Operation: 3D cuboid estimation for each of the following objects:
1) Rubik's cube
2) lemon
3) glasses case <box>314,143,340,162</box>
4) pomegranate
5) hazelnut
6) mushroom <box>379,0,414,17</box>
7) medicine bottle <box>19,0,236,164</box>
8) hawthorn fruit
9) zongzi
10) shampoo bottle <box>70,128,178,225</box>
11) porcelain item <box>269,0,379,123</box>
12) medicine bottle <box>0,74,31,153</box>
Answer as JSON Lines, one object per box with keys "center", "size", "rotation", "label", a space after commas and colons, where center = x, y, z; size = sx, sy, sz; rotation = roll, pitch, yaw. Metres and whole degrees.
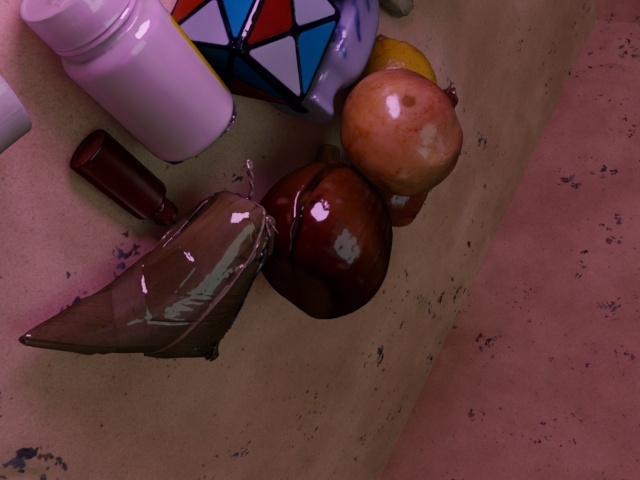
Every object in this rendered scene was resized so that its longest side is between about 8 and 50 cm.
{"center": [-0.144, -0.462, 1.243], "size": [0.248, 0.247, 0.249], "rotation": [27, 84, -56], "label": "Rubik's cube"}
{"center": [0.220, -0.446, 1.718], "size": [0.268, 0.268, 0.321], "rotation": [-40, 132, -35], "label": "lemon"}
{"center": [0.006, -0.174, 1.747], "size": [0.079, 0.064, 0.234], "rotation": [-1, 108, -51], "label": "glasses case"}
{"center": [0.221, -0.285, 1.479], "size": [0.338, 0.338, 0.337], "rotation": [-28, 129, -43], "label": "pomegranate"}
{"center": [0.000, 0.000, 1.578], "size": [0.402, 0.402, 0.429], "rotation": [-54, 134, -20], "label": "hazelnut"}
{"center": [0.186, -0.745, 1.680], "size": [0.312, 0.081, 0.099], "rotation": [8, 105, -56], "label": "mushroom"}
{"center": [-0.341, -0.329, 1.079], "size": [0.213, 0.214, 0.378], "rotation": [-59, 144, -14], "label": "medicine bottle"}
{"center": [0.237, -0.202, 1.836], "size": [0.307, 0.276, 0.276], "rotation": [-55, 146, 10], "label": "hawthorn fruit"}
{"center": [-0.321, 0.040, 1.237], "size": [0.467, 0.218, 0.499], "rotation": [11, 111, -57], "label": "zongzi"}
{"center": [-0.404, -0.119, 1.233], "size": [0.102, 0.064, 0.260], "rotation": [-60, 144, -14], "label": "shampoo bottle"}
{"center": [0.014, -0.510, 1.440], "size": [0.178, 0.243, 0.404], "rotation": [44, 67, -73], "label": "porcelain item"}
{"center": [-0.627, -0.124, 0.814], "size": [0.371, 0.211, 0.211], "rotation": [-49, 140, -26], "label": "medicine bottle"}
